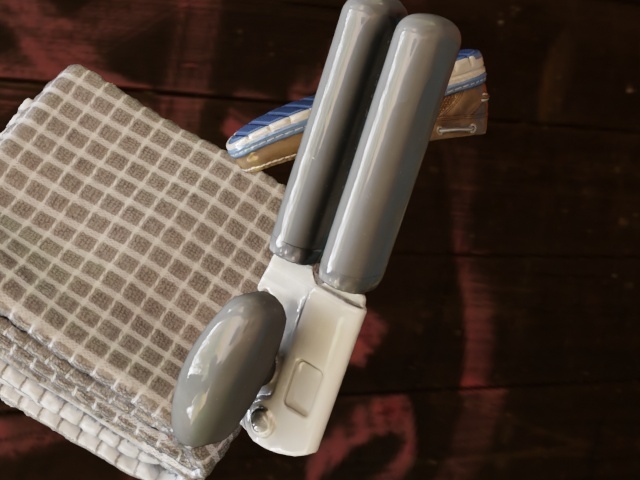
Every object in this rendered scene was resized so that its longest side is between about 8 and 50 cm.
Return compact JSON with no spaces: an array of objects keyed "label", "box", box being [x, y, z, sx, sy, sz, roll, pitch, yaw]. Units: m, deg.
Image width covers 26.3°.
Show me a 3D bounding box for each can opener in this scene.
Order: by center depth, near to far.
[{"label":"can opener","box":[0.000,0.000,0.771,0.093,0.074,0.280,-3,-63,-58]}]

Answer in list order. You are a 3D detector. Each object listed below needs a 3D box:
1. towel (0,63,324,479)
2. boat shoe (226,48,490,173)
[{"label":"towel","box":[-0.149,0.020,1.016,0.284,0.121,0.235,33,-123,-2]},{"label":"boat shoe","box":[0.031,-0.070,0.898,0.183,0.066,0.066,-19,-77,-11]}]
